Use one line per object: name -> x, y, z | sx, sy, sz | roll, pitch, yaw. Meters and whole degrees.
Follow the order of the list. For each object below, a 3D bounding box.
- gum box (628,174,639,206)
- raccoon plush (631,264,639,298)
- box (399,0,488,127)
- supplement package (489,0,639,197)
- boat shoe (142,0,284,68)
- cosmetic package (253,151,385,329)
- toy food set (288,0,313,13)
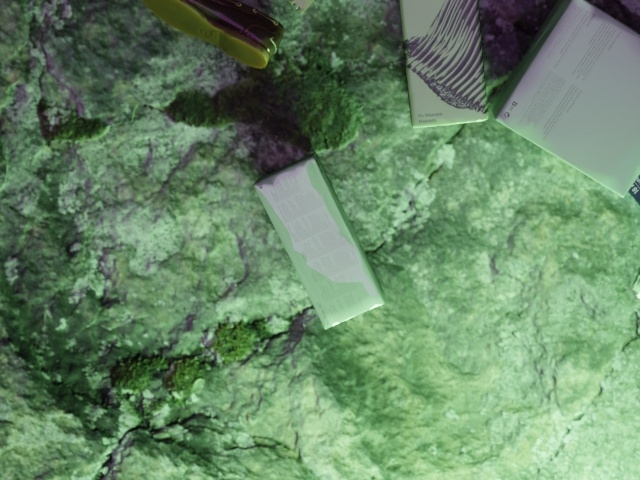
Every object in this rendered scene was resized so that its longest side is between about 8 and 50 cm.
gum box -> 0.538, -0.089, 1.770 | 0.184, 0.041, 0.157 | -39, 96, 12
raccoon plush -> 0.635, -0.072, 1.648 | 0.299, 0.216, 0.446 | 23, 133, 8
box -> 0.165, -0.299, 1.724 | 0.113, 0.094, 0.275 | -7, 103, 6
supplement package -> 0.369, -0.202, 1.701 | 0.203, 0.149, 0.194 | 31, 104, -3
boat shoe -> -0.151, -0.319, 1.765 | 0.207, 0.073, 0.073 | 29, 67, -6
cosmetic package -> 0.000, 0.000, 1.828 | 0.099, 0.060, 0.239 | -24, 100, 8
toy food set -> -0.062, -0.421, 1.743 | 0.192, 0.038, 0.132 | 40, 103, -5
